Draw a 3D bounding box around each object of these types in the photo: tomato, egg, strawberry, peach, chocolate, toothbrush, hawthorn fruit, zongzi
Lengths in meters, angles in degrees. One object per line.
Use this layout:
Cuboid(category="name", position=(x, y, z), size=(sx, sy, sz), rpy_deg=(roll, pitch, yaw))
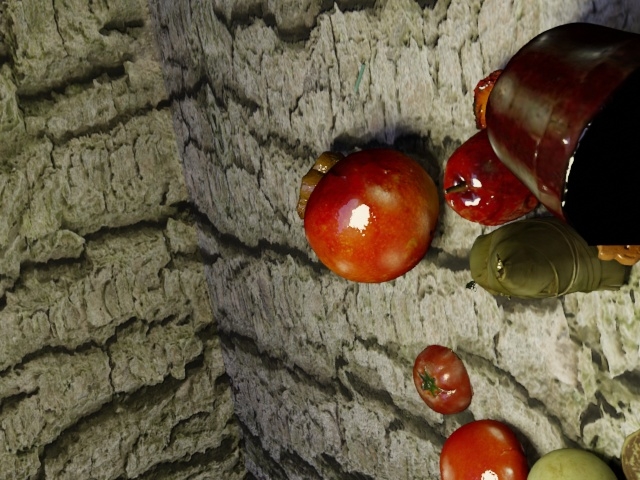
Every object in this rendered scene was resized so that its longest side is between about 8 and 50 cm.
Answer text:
Cuboid(category="tomato", position=(0.439, 0.639, 1.740), size=(0.298, 0.227, 0.298), rpy_deg=(-10, -90, -86))
Cuboid(category="egg", position=(0.607, 0.633, 1.545), size=(0.218, 0.218, 0.295), rpy_deg=(29, 145, 49))
Cuboid(category="strawberry", position=(0.413, -0.320, 1.452), size=(0.141, 0.085, 0.192), rpy_deg=(7, 151, 29))
Cuboid(category="peach", position=(0.138, -0.072, 1.733), size=(0.388, 0.389, 0.388), rpy_deg=(34, 133, 46))
Cuboid(category="tomato", position=(0.355, 0.428, 1.961), size=(0.225, 0.085, 0.224), rpy_deg=(37, 135, 48))
Cuboid(category="chocolate", position=(0.490, -0.219, 1.183), size=(0.331, 0.384, 0.383), rpy_deg=(-125, 31, -53))
Cuboid(category="toothbrush", position=(0.107, -0.457, 1.935), size=(0.011, 0.014, 0.167), rpy_deg=(38, 138, 18))
Cuboid(category="hawthorn fruit", position=(0.367, -0.136, 1.459), size=(0.210, 0.266, 0.230), rpy_deg=(60, 147, 28))
Cuboid(category="zongzi", position=(0.380, 0.055, 1.430), size=(0.447, 0.418, 0.181), rpy_deg=(-12, 85, 56))

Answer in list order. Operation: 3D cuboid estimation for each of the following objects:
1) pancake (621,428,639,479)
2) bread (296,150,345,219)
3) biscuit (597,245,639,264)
Cuboid(category="pancake", position=(0.769, 0.511, 1.395), size=(0.250, 0.031, 0.249), rpy_deg=(32, 132, 45))
Cuboid(category="bread", position=(0.023, -0.164, 2.011), size=(0.135, 0.247, 0.232), rpy_deg=(26, 138, 30))
Cuboid(category="biscuit", position=(0.605, -0.030, 1.253), size=(0.280, 0.183, 0.043), rpy_deg=(26, 166, 13))
